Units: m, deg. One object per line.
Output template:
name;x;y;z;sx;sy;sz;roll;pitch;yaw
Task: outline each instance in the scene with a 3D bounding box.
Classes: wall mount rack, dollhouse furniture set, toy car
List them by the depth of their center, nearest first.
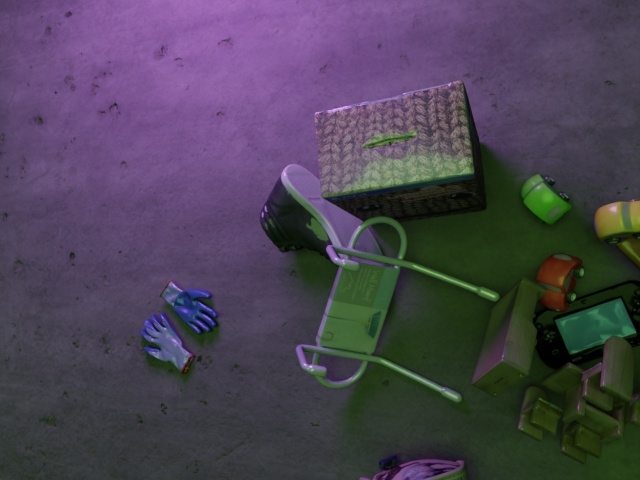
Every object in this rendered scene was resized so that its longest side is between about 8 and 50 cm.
dollhouse furniture set;0.381;0.196;0.855;0.242;0.212;0.161;28;52;3
toy car;0.404;-0.030;0.926;0.239;0.053;0.225;-51;46;28
wall mount rack;0.129;0.146;0.990;0.304;0.130;0.350;12;104;-17

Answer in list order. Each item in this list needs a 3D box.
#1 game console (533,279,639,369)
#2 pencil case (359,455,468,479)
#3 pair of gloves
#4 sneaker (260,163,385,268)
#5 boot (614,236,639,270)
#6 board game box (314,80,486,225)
game console;0.535;0.126;0.903;0.361;0.044;0.213;-23;75;17
pencil case;0.175;0.580;0.912;0.184;0.160;0.410;-6;81;3
pair of gloves;-0.313;0.185;1.221;0.159;0.023;0.198;35;96;19
sneaker;0.000;0.000;1.098;0.296;0.104;0.147;48;132;-1
boot;0.550;0.109;0.827;0.264;0.096;0.280;-37;72;12
board game box;0.151;-0.129;0.946;0.232;0.291;0.141;-8;80;20
